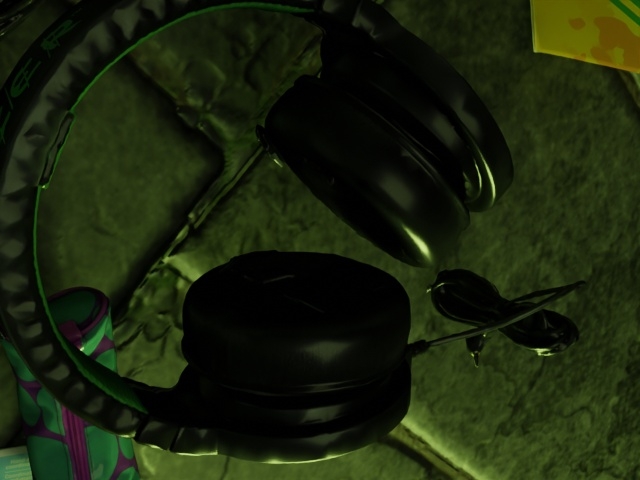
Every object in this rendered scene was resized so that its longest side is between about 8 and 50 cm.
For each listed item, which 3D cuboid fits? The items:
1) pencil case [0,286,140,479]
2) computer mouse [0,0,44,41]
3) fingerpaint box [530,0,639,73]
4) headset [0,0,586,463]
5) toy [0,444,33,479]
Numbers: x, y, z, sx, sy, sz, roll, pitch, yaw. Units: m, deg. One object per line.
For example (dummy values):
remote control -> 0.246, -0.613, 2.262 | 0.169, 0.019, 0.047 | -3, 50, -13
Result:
pencil case -> -0.141, 0.106, 0.543 | 0.064, 0.070, 0.151 | -10, 111, -11
computer mouse -> -0.224, -0.153, 0.386 | 0.184, 0.060, 0.262 | -46, 128, -8
fingerpaint box -> 0.417, -0.219, 0.588 | 0.445, 0.371, 0.163 | -24, 120, -24
headset -> 0.000, 0.000, 0.541 | 0.394, 0.185, 0.243 | 21, 95, -33
toy -> -0.224, 0.245, 0.564 | 0.137, 0.056, 0.237 | -2, 111, -34
